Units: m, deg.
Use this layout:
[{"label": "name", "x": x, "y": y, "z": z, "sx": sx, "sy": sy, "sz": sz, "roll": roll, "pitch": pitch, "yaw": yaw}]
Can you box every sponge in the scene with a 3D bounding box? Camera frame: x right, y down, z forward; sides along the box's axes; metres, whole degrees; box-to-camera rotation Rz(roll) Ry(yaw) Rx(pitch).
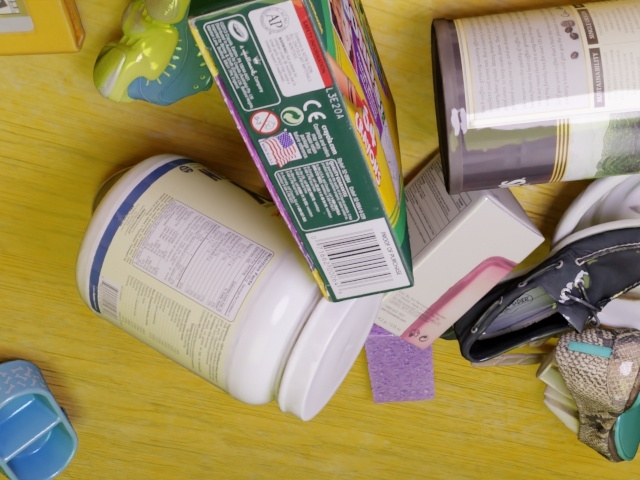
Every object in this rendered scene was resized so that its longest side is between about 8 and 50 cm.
[{"label": "sponge", "x": 0.143, "y": 0.220, "z": 1.450, "sx": 0.117, "sy": 0.031, "sz": 0.210, "roll": -5, "pitch": 136, "yaw": 6}]

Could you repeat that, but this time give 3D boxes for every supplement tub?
[{"label": "supplement tub", "x": -0.108, "y": 0.056, "z": 1.005, "sx": 0.325, "sy": 0.235, "sz": 0.235, "roll": 27, "pitch": 139, "yaw": 16}]

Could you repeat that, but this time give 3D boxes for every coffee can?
[{"label": "coffee can", "x": 0.272, "y": -0.165, "z": 0.919, "sx": 0.275, "sy": 0.201, "sz": 0.201, "roll": -6, "pitch": 136, "yaw": 6}]

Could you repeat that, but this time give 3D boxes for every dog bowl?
[{"label": "dog bowl", "x": -0.547, "y": 0.349, "z": 1.496, "sx": 0.166, "sy": 0.074, "sz": 0.297, "roll": -37, "pitch": 142, "yaw": -25}]

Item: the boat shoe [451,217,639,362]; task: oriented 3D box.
[{"label": "boat shoe", "x": 0.324, "y": 0.081, "z": 1.100, "sx": 0.340, "sy": 0.113, "sz": 0.127, "roll": -22, "pitch": 130, "yaw": 30}]

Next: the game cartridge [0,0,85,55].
[{"label": "game cartridge", "x": -0.451, "y": -0.322, "z": 0.875, "sx": 0.324, "sy": 0.052, "sz": 0.285, "roll": -3, "pitch": 136, "yaw": 3}]

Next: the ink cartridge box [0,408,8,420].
[{"label": "ink cartridge box", "x": -0.642, "y": 0.278, "z": 1.497, "sx": 0.115, "sy": 0.067, "sz": 0.198, "roll": -3, "pitch": 135, "yaw": 3}]

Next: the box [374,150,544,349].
[{"label": "box", "x": 0.159, "y": 0.009, "z": 1.105, "sx": 0.127, "sy": 0.148, "sz": 0.232, "roll": 32, "pitch": 114, "yaw": -30}]

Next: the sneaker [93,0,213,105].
[{"label": "sneaker", "x": -0.161, "y": -0.246, "z": 0.942, "sx": 0.126, "sy": 0.091, "sz": 0.240, "roll": 15, "pitch": 137, "yaw": -40}]

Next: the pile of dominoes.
[{"label": "pile of dominoes", "x": 0.372, "y": 0.140, "z": 1.333, "sx": 0.251, "sy": 0.040, "sz": 0.196, "roll": 4, "pitch": 140, "yaw": -37}]

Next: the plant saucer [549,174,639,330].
[{"label": "plant saucer", "x": 0.519, "y": -0.025, "z": 1.136, "sx": 0.401, "sy": 0.100, "sz": 0.400, "roll": 1, "pitch": 137, "yaw": 1}]

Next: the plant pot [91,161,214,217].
[{"label": "plant pot", "x": -0.213, "y": -0.035, "z": 1.187, "sx": 0.236, "sy": 0.032, "sz": 0.236, "roll": 0, "pitch": 136, "yaw": 0}]

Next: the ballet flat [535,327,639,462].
[{"label": "ballet flat", "x": 0.461, "y": 0.252, "z": 1.378, "sx": 0.182, "sy": 0.164, "sz": 0.483, "roll": 13, "pitch": 159, "yaw": 25}]

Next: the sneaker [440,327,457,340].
[{"label": "sneaker", "x": 0.220, "y": 0.069, "z": 1.258, "sx": 0.226, "sy": 0.086, "sz": 0.163, "roll": -36, "pitch": 135, "yaw": 22}]

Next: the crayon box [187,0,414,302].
[{"label": "crayon box", "x": -0.002, "y": -0.171, "z": 0.835, "sx": 0.106, "sy": 0.313, "sz": 0.363, "roll": -12, "pitch": 135, "yaw": 14}]
